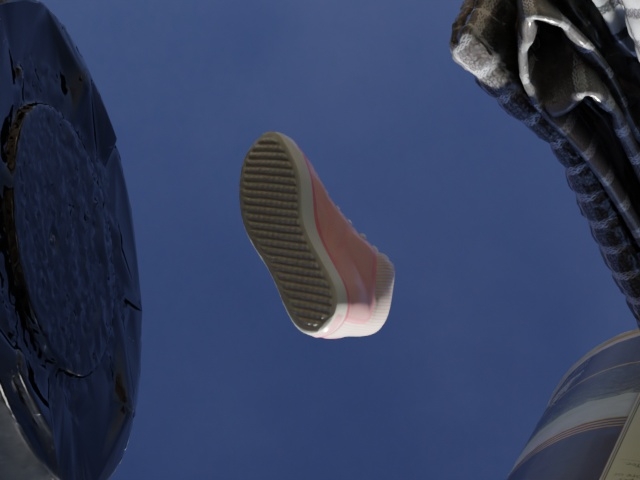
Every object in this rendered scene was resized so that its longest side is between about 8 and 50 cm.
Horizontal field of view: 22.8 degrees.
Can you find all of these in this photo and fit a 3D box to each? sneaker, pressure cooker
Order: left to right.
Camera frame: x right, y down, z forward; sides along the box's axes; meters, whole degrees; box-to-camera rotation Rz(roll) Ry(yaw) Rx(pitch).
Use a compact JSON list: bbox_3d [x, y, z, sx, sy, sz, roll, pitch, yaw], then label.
[{"bbox_3d":[-0.363,0.028,1.079,0.420,0.370,0.375,-8,-126,9],"label":"pressure cooker"},{"bbox_3d":[0.000,0.000,0.934,0.070,0.051,0.134,12,-132,-48],"label":"sneaker"}]

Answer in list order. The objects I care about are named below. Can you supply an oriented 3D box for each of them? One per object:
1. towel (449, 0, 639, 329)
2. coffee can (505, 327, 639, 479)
[{"bbox_3d":[0.183,-0.105,0.899,0.121,0.235,0.283,-17,-151,25],"label":"towel"},{"bbox_3d":[0.191,0.187,0.904,0.201,0.201,0.275,10,-160,19],"label":"coffee can"}]
